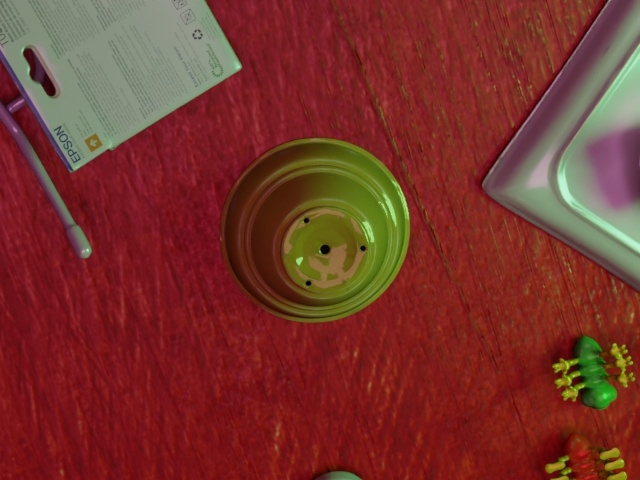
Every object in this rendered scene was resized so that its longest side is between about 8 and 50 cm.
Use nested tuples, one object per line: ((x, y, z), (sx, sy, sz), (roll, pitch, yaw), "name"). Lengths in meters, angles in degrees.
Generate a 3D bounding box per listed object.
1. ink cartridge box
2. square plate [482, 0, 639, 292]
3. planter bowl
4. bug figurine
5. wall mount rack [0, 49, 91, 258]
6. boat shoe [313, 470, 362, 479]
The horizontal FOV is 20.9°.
((-0.230, -0.220, 1.830), (0.224, 0.045, 0.223), (-33, 107, -13), "ink cartridge box")
((0.417, -0.106, 1.971), (0.347, 0.049, 0.344), (32, 99, -15), "square plate")
((0.000, 0.000, 1.920), (0.217, 0.090, 0.217), (-2, 104, -7), "planter bowl")
((0.392, 0.203, 2.029), (0.279, 0.072, 0.216), (-13, 99, 5), "bug figurine")
((-0.416, -0.066, 1.822), (0.350, 0.130, 0.304), (-32, 114, 5), "wall mount rack")
((0.027, 0.426, 2.026), (0.113, 0.105, 0.306), (2, 104, -8), "boat shoe")
